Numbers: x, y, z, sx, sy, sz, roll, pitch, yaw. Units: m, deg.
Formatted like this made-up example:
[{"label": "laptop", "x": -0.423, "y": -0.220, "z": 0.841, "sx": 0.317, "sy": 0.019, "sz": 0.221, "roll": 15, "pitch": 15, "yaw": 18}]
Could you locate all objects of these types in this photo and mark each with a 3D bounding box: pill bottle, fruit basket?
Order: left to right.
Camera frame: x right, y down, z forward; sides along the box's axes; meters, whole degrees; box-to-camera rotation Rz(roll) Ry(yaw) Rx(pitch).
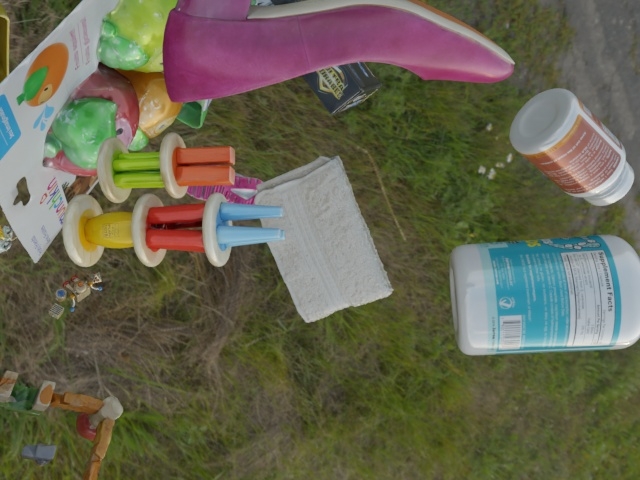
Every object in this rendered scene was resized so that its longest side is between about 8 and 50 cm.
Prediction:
[{"label": "fruit basket", "x": -0.206, "y": -0.157, "z": 0.604, "sx": 0.165, "sy": 0.327, "sz": 0.353, "roll": 26, "pitch": 65, "yaw": -8}, {"label": "pill bottle", "x": 0.304, "y": 0.069, "z": 0.730, "sx": 0.264, "sy": 0.146, "sz": 0.146, "roll": -4, "pitch": 116, "yaw": 8}, {"label": "pill bottle", "x": 0.431, "y": -0.149, "z": 0.965, "sx": 0.216, "sy": 0.121, "sz": 0.121, "roll": 31, "pitch": 87, "yaw": -28}]

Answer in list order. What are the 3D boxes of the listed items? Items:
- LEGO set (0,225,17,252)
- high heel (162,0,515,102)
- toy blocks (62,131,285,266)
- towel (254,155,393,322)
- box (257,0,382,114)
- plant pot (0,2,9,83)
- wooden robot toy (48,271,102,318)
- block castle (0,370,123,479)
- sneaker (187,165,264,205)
[{"label": "LEGO set", "x": -0.801, "y": -0.056, "z": 1.221, "sx": 0.107, "sy": 0.132, "sz": 0.287, "roll": -37, "pitch": 127, "yaw": -2}, {"label": "high heel", "x": 0.012, "y": -0.125, "z": 0.412, "sx": 0.244, "sy": 0.082, "sz": 0.117, "roll": 12, "pitch": 119, "yaw": -14}, {"label": "toy blocks", "x": -0.097, "y": -0.033, "z": 0.425, "sx": 0.148, "sy": 0.123, "sz": 0.054, "roll": -1, "pitch": 136, "yaw": 7}, {"label": "towel", "x": 0.000, "y": 0.000, "z": 1.043, "sx": 0.282, "sy": 0.187, "sz": 0.049, "roll": 67, "pitch": 23, "yaw": -5}, {"label": "box", "x": -0.018, "y": -0.363, "z": 0.998, "sx": 0.073, "sy": 0.293, "sz": 0.295, "roll": -36, "pitch": 95, "yaw": 20}, {"label": "plant pot", "x": -0.858, "y": -0.505, "z": 1.326, "sx": 0.212, "sy": 0.187, "sz": 0.212, "roll": -8, "pitch": 150, "yaw": -33}, {"label": "wooden robot toy", "x": -0.660, "y": 0.129, "z": 1.535, "sx": 0.076, "sy": 0.079, "sz": 0.173, "roll": 45, "pitch": 56, "yaw": 3}, {"label": "block castle", "x": -0.692, "y": 0.453, "z": 1.234, "sx": 0.453, "sy": 0.213, "sz": 0.303, "roll": 23, "pitch": 51, "yaw": -26}, {"label": "sneaker", "x": -0.262, "y": -0.139, "z": 1.397, "sx": 0.252, "sy": 0.111, "sz": 0.103, "roll": 22, "pitch": 86, "yaw": -36}]
